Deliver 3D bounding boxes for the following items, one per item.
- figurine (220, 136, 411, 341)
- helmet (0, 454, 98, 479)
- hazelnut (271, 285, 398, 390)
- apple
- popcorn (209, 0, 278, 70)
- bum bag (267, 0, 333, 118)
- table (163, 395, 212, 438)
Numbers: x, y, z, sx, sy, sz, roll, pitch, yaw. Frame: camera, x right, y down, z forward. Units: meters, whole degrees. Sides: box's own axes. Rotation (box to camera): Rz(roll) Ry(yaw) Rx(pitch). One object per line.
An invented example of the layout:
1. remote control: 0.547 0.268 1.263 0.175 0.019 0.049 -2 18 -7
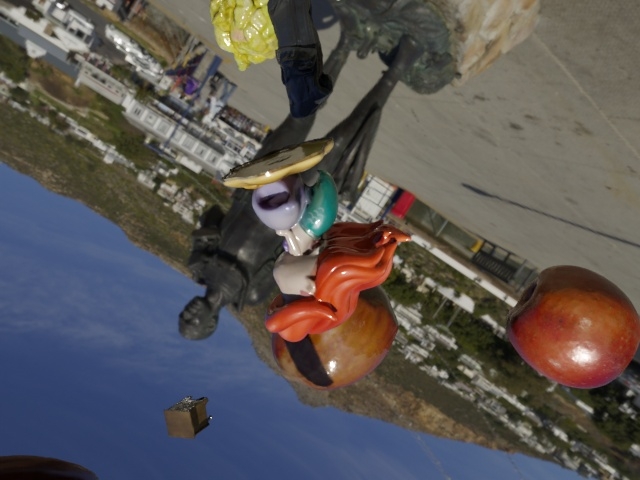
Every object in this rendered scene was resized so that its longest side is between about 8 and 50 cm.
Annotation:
1. figurine: -0.004 0.004 0.632 0.181 0.208 0.257 17 131 59
2. helmet: -0.510 0.453 0.614 0.385 0.230 0.337 4 172 -34
3. hazelnut: 0.024 0.230 1.317 0.366 0.366 0.366 33 -174 -4
4. apple: 0.470 0.161 0.876 0.201 0.218 0.218 34 -174 14
5. popcorn: -0.176 -0.586 1.213 0.212 0.259 0.259 33 -175 -42
6. bum bag: -0.037 -0.341 0.808 0.060 0.248 0.123 -2 173 -33
7. table: -0.329 0.442 1.172 0.083 0.070 0.082 -7 -175 27
